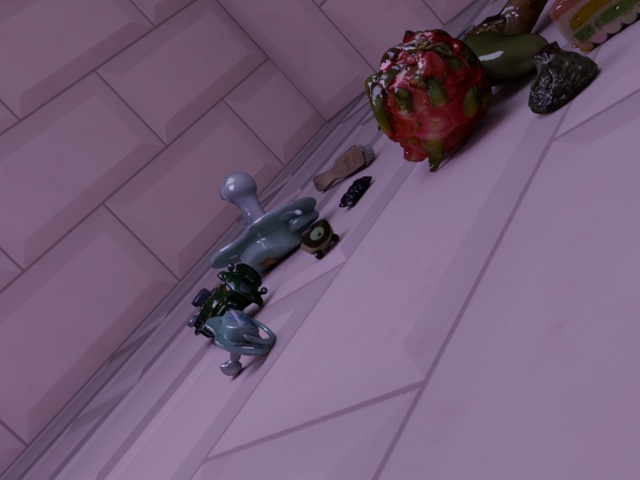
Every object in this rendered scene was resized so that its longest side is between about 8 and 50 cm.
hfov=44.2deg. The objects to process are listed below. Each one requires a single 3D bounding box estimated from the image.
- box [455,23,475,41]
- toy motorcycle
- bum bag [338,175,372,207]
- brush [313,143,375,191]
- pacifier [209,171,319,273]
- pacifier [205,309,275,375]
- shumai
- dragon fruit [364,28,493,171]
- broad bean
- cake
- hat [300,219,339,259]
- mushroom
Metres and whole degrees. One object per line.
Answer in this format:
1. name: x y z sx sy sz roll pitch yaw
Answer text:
1. box: 0.455 -0.622 2.515 0.122 0.062 0.089 -47 11 -13
2. toy motorcycle: -0.223 0.144 1.830 0.187 0.124 0.274 -57 14 -19
3. bum bag: 0.085 -0.121 1.960 0.057 0.034 0.124 -15 28 42
4. brush: 0.071 -0.217 2.359 0.065 0.070 0.327 -28 -1 -30
5. pacifier: -0.166 -0.063 2.088 0.343 0.269 0.288 -33 -11 31
6. pacifier: -0.151 0.195 1.454 0.150 0.126 0.117 34 117 53
7. shumai: 0.377 -0.271 1.284 0.123 0.087 0.099 -41 11 21
8. dragon fruit: 0.213 -0.286 1.574 0.231 0.237 0.303 -46 -11 -1
9. broad bean: 0.370 -0.389 1.664 0.189 0.121 0.263 -16 8 -12
10. cake: 0.492 -0.409 1.342 0.090 0.109 0.225 -47 10 -21
11. hat: 0.000 0.000 1.729 0.077 0.059 0.076 -44 -8 -36
12. mushroom: 0.529 -0.625 1.883 0.334 0.356 0.331 -4 -5 -9
